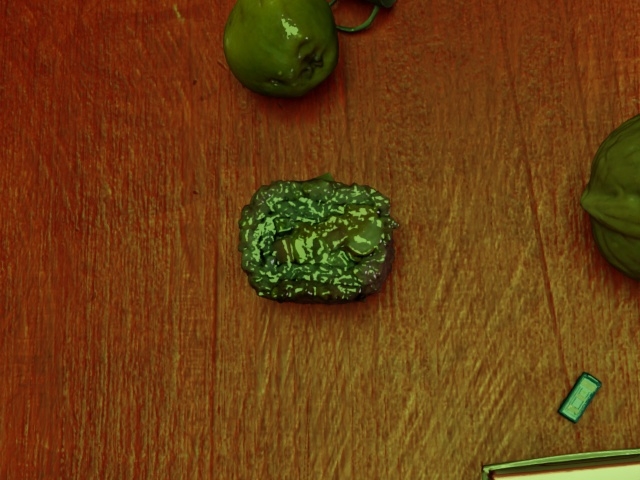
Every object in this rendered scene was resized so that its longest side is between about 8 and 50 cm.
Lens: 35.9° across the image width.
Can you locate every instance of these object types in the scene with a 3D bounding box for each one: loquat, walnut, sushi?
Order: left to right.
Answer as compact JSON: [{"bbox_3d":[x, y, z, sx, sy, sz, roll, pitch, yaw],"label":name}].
[{"bbox_3d":[-0.079,-0.368,1.758,0.213,0.213,0.246,-43,50,-2],"label":"loquat"},{"bbox_3d":[0.000,0.000,1.677,0.270,0.171,0.236,-1,78,7],"label":"sushi"},{"bbox_3d":[0.576,-0.069,1.544,0.333,0.333,0.332,-2,78,9],"label":"walnut"}]

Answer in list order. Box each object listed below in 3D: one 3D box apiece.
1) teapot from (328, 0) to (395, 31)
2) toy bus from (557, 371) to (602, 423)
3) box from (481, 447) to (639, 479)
[{"bbox_3d":[0.060,-0.500,1.792,0.149,0.162,0.239,10,109,20],"label":"teapot"},{"bbox_3d":[0.425,0.256,1.617,0.038,0.046,0.083,34,86,14],"label":"toy bus"},{"bbox_3d":[0.408,0.471,1.441,0.312,0.300,0.314,-7,77,7],"label":"box"}]
